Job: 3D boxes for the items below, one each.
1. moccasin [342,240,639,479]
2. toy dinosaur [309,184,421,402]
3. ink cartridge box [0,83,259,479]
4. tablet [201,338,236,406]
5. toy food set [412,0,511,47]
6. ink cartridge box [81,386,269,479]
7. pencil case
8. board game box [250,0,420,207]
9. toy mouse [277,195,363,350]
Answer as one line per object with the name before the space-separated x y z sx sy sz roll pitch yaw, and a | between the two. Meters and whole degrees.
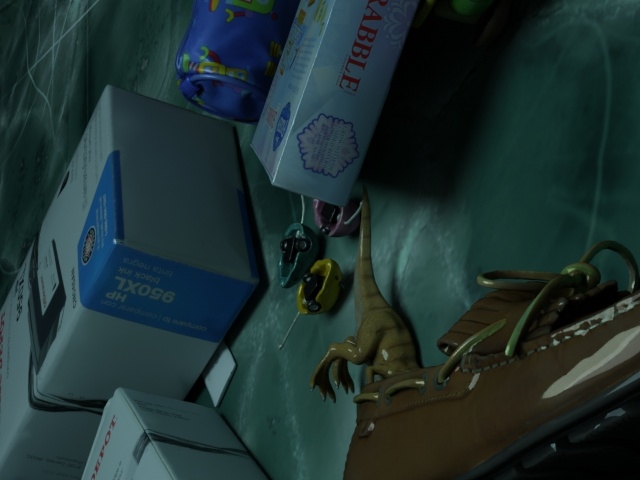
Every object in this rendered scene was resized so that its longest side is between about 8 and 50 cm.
moccasin | 0.131 0.077 0.707 0.380 0.139 0.147 133 135 -59
toy dinosaur | 0.044 0.074 0.964 0.112 0.064 0.211 -39 49 22
ink cartridge box | -0.239 0.071 1.377 0.395 0.166 0.285 -57 29 31
tablet | -0.110 0.133 1.273 0.054 0.006 0.083 -65 28 17
toy food set | 0.128 -0.211 0.922 0.128 0.071 0.218 -65 4 -27
ink cartridge box | -0.136 0.290 1.103 0.289 0.121 0.211 38 109 63
pencil case | -0.081 -0.282 1.305 0.119 0.133 0.306 151 128 -67
board game box | 0.027 -0.205 1.032 0.319 0.066 0.318 -119 49 -78
toy mouse | 0.000 0.000 1.103 0.161 0.031 0.143 -55 32 32
